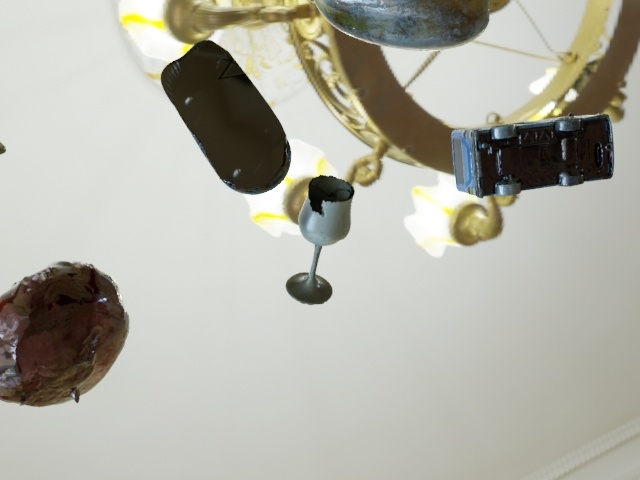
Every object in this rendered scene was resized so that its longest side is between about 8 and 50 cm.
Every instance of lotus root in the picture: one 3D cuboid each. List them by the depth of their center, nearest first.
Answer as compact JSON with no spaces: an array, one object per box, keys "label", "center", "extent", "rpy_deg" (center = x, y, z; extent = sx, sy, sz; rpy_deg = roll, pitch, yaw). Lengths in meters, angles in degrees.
[{"label":"lotus root","center":[0.103,-0.366,1.306],"extent":[0.158,0.322,0.139],"rpy_deg":[36,-117,-70]}]

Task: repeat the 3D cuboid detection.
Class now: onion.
[{"label":"onion","center":[-0.432,0.139,1.340],"extent":[0.252,0.219,0.252],"rpy_deg":[-38,-29,-26]}]

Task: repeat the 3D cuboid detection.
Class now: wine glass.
[{"label":"wine glass","center":[0.000,0.000,1.269],"extent":[0.079,0.079,0.195],"rpy_deg":[-8,-50,-26]}]

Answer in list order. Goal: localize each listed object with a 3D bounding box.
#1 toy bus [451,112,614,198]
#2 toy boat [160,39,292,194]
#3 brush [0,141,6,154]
[{"label":"toy bus","center":[0.267,-0.110,1.079],"extent":[0.185,0.106,0.090],"rpy_deg":[-8,-82,-12]},{"label":"toy boat","center":[-0.147,-0.194,1.429],"extent":[0.134,0.298,0.092],"rpy_deg":[-33,-21,0]},{"label":"brush","center":[-0.331,-0.056,0.657],"extent":[0.178,0.030,0.033],"rpy_deg":[-25,-102,-47]}]
